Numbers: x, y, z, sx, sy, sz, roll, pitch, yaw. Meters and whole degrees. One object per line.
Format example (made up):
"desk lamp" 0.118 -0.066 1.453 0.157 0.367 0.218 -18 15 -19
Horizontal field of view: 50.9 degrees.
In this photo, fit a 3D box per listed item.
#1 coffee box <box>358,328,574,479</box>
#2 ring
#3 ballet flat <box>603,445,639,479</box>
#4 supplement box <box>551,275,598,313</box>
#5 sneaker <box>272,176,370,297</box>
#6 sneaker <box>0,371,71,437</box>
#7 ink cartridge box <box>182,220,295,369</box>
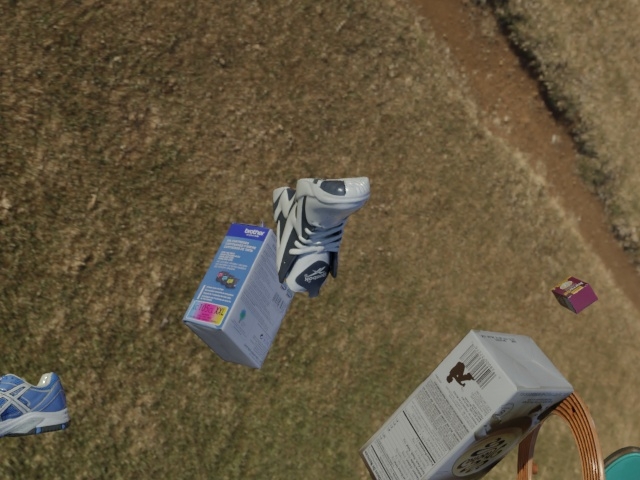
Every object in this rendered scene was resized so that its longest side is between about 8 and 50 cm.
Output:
"coffee box" 0.220 0.285 1.044 0.168 0.119 0.297 11 124 -42
"ring" 0.418 0.415 1.168 0.336 0.032 0.336 -174 -90 -86
"ballet flat" 0.515 0.480 1.228 0.096 0.095 0.280 -51 159 -74
"supplement box" 0.526 0.112 1.396 0.055 0.083 0.043 -34 100 -1
"sneaker" 0.000 0.000 0.871 0.094 0.235 0.153 -4 90 -27
"sneaker" -0.428 0.217 0.864 0.211 0.080 0.081 8 70 -52
"ink cartridge box" -0.201 0.134 1.950 0.395 0.151 0.270 -64 149 -25
